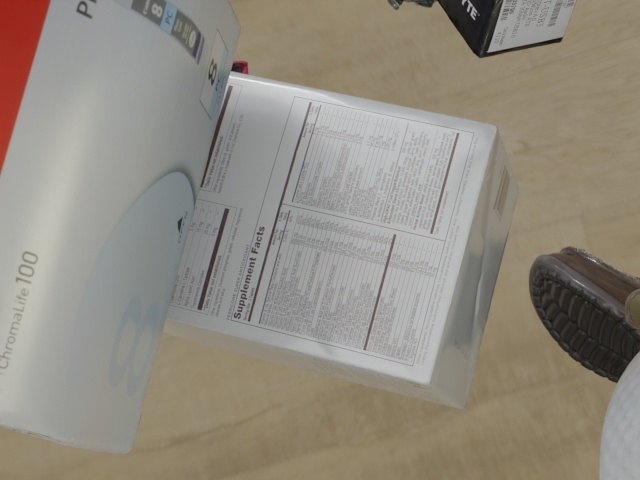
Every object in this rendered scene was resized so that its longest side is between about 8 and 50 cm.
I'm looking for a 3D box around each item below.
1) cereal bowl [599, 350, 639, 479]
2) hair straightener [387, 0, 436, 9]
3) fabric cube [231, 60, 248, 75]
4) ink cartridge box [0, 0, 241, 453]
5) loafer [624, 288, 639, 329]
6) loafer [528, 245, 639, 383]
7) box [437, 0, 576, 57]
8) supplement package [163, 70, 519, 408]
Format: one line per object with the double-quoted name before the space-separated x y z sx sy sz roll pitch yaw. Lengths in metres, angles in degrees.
"cereal bowl" 0.383 0.185 1.030 0.338 0.141 0.339 12 61 -22
"hair straightener" 0.129 -0.294 1.685 0.089 0.230 0.047 -33 106 2
"fabric cube" -0.242 -0.091 1.756 0.258 0.254 0.259 -1 99 15
"ink cartridge box" -0.144 -0.047 0.776 0.091 0.385 0.308 14 81 6
"loafer" 0.366 0.064 1.328 0.148 0.050 0.056 -10 98 -1
"loafer" 0.419 0.113 1.671 0.366 0.134 0.130 33 56 13
"box" 0.088 -0.315 0.844 0.073 0.293 0.296 -13 54 -22
"supplement package" 0.000 0.000 1.104 0.262 0.199 0.198 13 81 15
